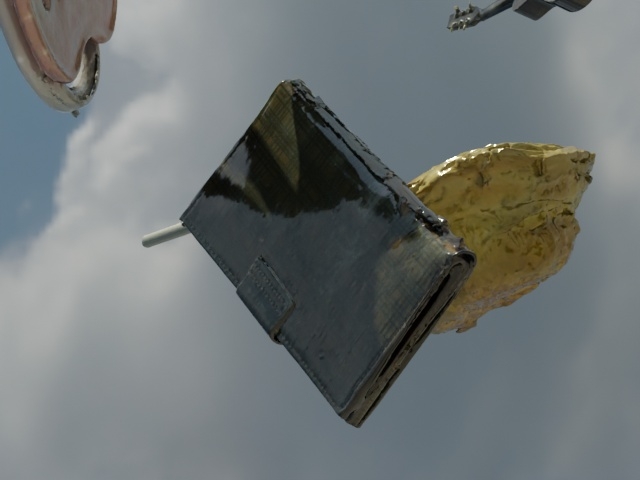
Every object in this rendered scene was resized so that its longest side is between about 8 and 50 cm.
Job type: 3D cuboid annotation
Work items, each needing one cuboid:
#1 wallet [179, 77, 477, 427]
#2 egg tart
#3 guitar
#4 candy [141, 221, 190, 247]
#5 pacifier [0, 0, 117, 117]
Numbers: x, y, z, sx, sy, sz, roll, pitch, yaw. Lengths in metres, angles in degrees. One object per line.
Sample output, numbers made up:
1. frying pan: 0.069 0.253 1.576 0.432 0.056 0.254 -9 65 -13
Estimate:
1. wallet: 0.001 0.000 1.546 0.044 0.317 0.169 26 -76 -38
2. egg tart: 0.178 0.007 2.216 0.153 0.351 0.339 66 -164 12
3. guitar: 0.160 -0.203 1.525 0.025 0.233 0.088 22 -108 -22
4. candy: -0.099 -0.031 2.092 0.124 0.365 0.124 10 -106 -35
5. pacifier: -0.203 -0.270 1.676 0.220 0.273 0.332 44 -162 -10
